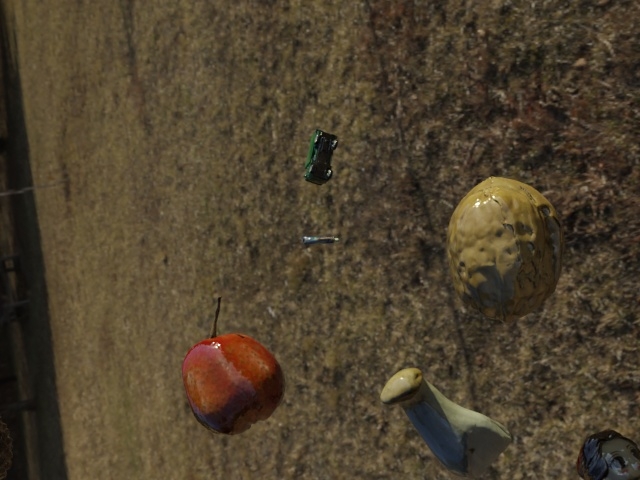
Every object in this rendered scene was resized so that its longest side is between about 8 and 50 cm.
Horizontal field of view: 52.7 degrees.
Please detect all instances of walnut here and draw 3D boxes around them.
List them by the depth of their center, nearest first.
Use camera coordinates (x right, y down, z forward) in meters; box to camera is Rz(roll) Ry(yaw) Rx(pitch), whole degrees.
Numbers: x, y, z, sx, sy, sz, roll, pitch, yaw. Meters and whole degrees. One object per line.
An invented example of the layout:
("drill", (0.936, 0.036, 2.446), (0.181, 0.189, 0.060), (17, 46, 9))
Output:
("walnut", (0.307, 0.013, 1.089), (0.198, 0.198, 0.245), (-4, 94, 60))

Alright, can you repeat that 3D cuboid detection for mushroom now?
("mushroom", (0.278, 0.403, 1.460), (0.329, 0.159, 0.122), (44, 152, -12))

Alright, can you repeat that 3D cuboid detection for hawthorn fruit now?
("hawthorn fruit", (-0.153, 0.204, 1.032), (0.203, 0.163, 0.162), (59, 147, 5))

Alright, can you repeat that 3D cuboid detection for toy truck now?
("toy truck", (-0.001, -0.218, 1.712), (0.079, 0.065, 0.147), (138, 145, -64))

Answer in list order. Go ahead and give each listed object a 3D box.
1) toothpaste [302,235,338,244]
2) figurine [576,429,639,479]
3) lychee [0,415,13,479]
("toothpaste", (0.000, 0.000, 1.462), (0.027, 0.083, 0.019), (-100, 13, -53))
("figurine", (0.571, 0.461, 1.096), (0.315, 0.187, 0.168), (55, 173, 39))
("lychee", (-0.727, 0.420, 1.173), (0.306, 0.330, 0.306), (-54, 12, 17))
